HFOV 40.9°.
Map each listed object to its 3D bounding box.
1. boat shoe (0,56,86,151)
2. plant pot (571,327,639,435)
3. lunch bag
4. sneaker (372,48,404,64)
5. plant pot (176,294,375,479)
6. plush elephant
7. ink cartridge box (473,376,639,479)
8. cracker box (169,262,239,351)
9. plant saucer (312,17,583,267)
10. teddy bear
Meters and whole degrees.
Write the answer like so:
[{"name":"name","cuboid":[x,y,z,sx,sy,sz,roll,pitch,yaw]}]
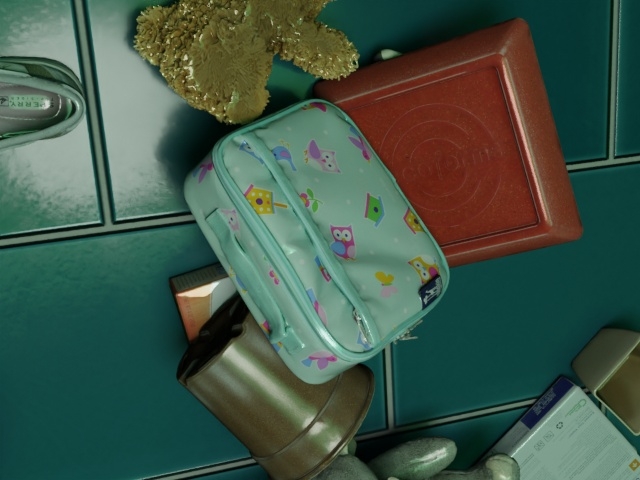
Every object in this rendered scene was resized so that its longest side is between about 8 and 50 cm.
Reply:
[{"name":"boat shoe","cuboid":[-0.397,-0.129,0.850,0.320,0.103,0.118,-4,105,-17]},{"name":"plant pot","cuboid":[0.418,0.184,1.195,0.109,0.096,0.109,42,89,-22]},{"name":"lunch bag","cuboid":[0.000,0.000,0.897,0.224,0.108,0.279,-30,85,-47]},{"name":"sneaker","cuboid":[0.137,-0.201,1.034,0.161,0.057,0.075,26,79,-21]},{"name":"plant pot","cuboid":[-0.056,0.153,0.938,0.165,0.167,0.167,44,89,-17]},{"name":"plush elephant","cuboid":[0.066,0.327,0.981,0.330,0.255,0.272,9,66,18]},{"name":"ink cartridge box","cuboid":[0.343,0.343,1.241,0.223,0.045,0.224,-45,113,-2]},{"name":"cracker box","cuboid":[-0.048,0.089,1.038,0.232,0.067,0.156,-18,110,-13]},{"name":"plant saucer","cuboid":[0.137,-0.088,0.972,0.258,0.048,0.259,-14,102,22]},{"name":"teddy bear","cuboid":[-0.052,-0.283,0.930,0.245,0.113,0.338,20,90,-28]}]
